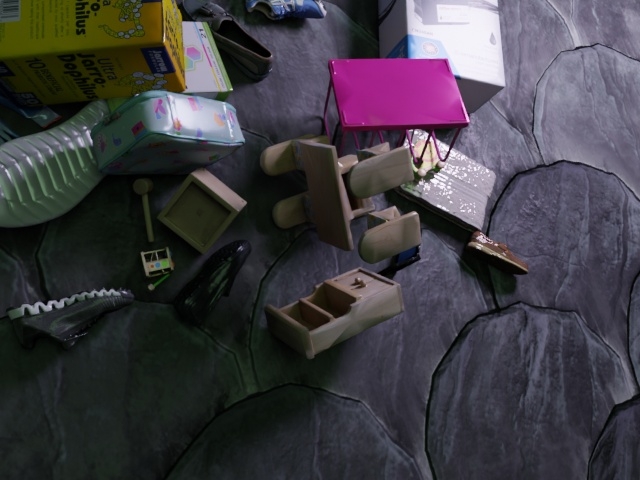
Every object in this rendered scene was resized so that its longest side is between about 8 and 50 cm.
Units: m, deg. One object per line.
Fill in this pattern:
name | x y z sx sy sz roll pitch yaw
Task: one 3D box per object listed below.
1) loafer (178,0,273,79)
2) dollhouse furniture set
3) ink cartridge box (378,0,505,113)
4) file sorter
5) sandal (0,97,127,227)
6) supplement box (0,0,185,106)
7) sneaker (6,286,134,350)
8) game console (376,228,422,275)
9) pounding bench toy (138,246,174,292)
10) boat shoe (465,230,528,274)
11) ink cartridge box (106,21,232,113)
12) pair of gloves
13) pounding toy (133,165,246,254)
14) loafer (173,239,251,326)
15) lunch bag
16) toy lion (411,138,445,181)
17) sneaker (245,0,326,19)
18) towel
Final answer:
loafer | -0.218 -0.499 1.555 0.267 0.084 0.096 38 65 -7
dollhouse furniture set | 0.000 0.000 1.355 0.256 0.362 0.394 -22 113 -26
ink cartridge box | 0.314 -0.569 1.730 0.286 0.166 0.394 6 72 -19
file sorter | 0.165 -0.293 1.545 0.291 0.182 0.202 -4 59 -11
sandal | -0.531 -0.154 1.336 0.416 0.102 0.169 -43 107 -38
supplement box | -0.466 -0.407 1.293 0.357 0.194 0.195 -6 75 -1
sneaker | -0.479 0.157 1.272 0.234 0.078 0.106 -10 81 -19
game console | 0.180 0.032 1.528 0.107 0.122 0.071 -17 80 -23
pounding bench toy | -0.338 0.063 1.363 0.065 0.052 0.083 -12 79 -24
boat shoe | 0.458 0.032 1.665 0.178 0.064 0.060 27 69 -9
ink cartridge box | -0.348 -0.377 1.427 0.255 0.097 0.188 -13 75 -39
pair of gloves | -0.656 -0.264 1.356 0.159 0.023 0.198 44 64 -3
pounding toy | -0.297 -0.071 1.392 0.206 0.094 0.181 39 107 -6
loafer | -0.221 0.087 1.396 0.223 0.076 0.078 -51 126 -30
lunch bag | -0.317 -0.210 1.329 0.279 0.224 0.107 -4 77 -52
toy lion | 0.259 -0.206 1.629 0.100 0.034 0.096 -25 75 -23
sneaker | -0.090 -0.589 1.641 0.211 0.080 0.081 13 77 -7
towel | 0.318 -0.158 1.677 0.282 0.049 0.187 26 68 -12
